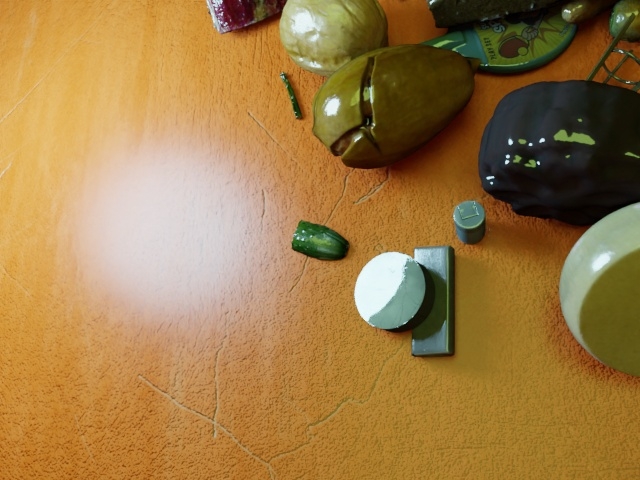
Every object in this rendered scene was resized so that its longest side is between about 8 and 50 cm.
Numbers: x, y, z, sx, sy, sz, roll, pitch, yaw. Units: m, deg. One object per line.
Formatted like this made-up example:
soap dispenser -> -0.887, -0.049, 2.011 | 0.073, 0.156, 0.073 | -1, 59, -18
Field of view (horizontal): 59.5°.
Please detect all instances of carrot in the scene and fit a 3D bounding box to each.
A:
carrot -> 0.669, -0.399, 0.980 | 0.299, 0.078, 0.078 | -2, 71, 12

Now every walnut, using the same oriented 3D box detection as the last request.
walnut -> 0.144, -0.258, 1.015 | 0.337, 0.209, 0.208 | -28, 65, -4
walnut -> 0.030, -0.410, 1.099 | 0.222, 0.195, 0.195 | 36, 84, 25

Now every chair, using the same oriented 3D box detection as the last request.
chair -> 0.491, -0.271, 0.960 | 0.221, 0.095, 0.104 | -52, 23, 0

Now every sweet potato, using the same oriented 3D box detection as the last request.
sweet potato -> 0.586, -0.509, 1.028 | 0.354, 0.095, 0.106 | -46, 110, -1

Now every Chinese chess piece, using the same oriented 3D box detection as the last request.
Chinese chess piece -> 0.474, 0.069, 0.769 | 0.274, 0.273, 0.102 | -7, 30, 14

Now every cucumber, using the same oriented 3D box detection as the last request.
cucumber -> 0.000, 0.000, 1.051 | 0.108, 0.035, 0.067 | 15, 75, 19

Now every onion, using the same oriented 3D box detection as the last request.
onion -> -0.174, -0.654, 1.278 | 0.280, 0.146, 0.314 | -28, 61, 1

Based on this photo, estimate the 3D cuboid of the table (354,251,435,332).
table -> 0.126, 0.089, 0.955 | 0.134, 0.043, 0.133 | -14, 65, 32

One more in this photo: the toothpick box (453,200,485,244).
toothpick box -> 0.256, -0.029, 0.958 | 0.052, 0.083, 0.052 | -5, 69, 14

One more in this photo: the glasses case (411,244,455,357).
glasses case -> 0.193, 0.102, 0.953 | 0.072, 0.042, 0.190 | -5, 70, 26

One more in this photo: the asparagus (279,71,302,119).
asparagus -> -0.063, -0.310, 1.190 | 0.018, 0.015, 0.127 | -22, 66, 7

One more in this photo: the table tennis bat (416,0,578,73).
table tennis bat -> 0.334, -0.409, 1.097 | 0.329, 0.044, 0.215 | -15, 69, 9

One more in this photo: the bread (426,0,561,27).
bread -> 0.397, -0.498, 0.994 | 0.417, 0.113, 0.165 | -1, 65, 30

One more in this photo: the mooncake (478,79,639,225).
mooncake -> 0.380, -0.113, 0.846 | 0.283, 0.283, 0.141 | 13, 75, 20
